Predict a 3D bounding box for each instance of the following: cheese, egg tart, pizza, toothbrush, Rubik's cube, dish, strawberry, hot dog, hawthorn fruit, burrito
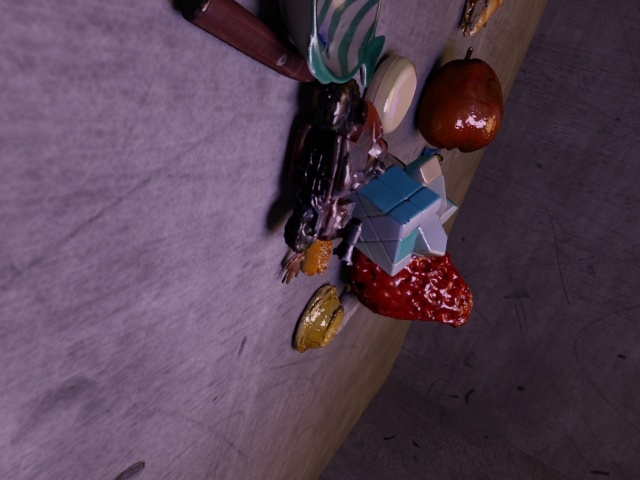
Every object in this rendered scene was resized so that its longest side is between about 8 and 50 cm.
[{"bbox_3d":[0.118,-0.249,0.909,0.227,0.064,0.137,-64,156,-4],"label":"cheese"},{"bbox_3d":[0.005,0.207,1.168,0.191,0.074,0.191,-52,159,-29],"label":"egg tart"},{"bbox_3d":[0.417,-0.618,1.200,0.193,0.069,0.154,-58,160,3],"label":"pizza"},{"bbox_3d":[-0.044,-0.226,0.573,0.364,0.041,0.040,-9,122,-67],"label":"toothbrush"},{"bbox_3d":[0.181,-0.074,1.006,0.213,0.265,0.224,-34,150,-25],"label":"Rubik's cube"},{"bbox_3d":[0.012,-0.290,0.559,0.224,0.078,0.246,-70,159,-8],"label":"dish"},{"bbox_3d":[0.252,0.091,1.237,0.295,0.345,0.317,-55,158,-19],"label":"strawberry"},{"bbox_3d":[0.000,0.000,0.928,0.072,0.055,0.188,-40,148,-51],"label":"hot dog"},{"bbox_3d":[0.366,-0.358,1.187,0.224,0.224,0.260,-34,131,-54],"label":"hawthorn fruit"},{"bbox_3d":[0.051,0.219,1.312,0.203,0.064,0.064,-48,155,-31],"label":"burrito"}]

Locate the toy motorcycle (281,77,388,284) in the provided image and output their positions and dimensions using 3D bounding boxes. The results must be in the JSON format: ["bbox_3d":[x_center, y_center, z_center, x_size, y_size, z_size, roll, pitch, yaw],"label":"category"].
[{"bbox_3d":[0.016,-0.070,0.782,0.207,0.134,0.400,-19,131,-54],"label":"toy motorcycle"}]

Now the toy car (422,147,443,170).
[{"bbox_3d":[0.334,-0.203,1.464,0.097,0.100,0.191,62,37,-65],"label":"toy car"}]
